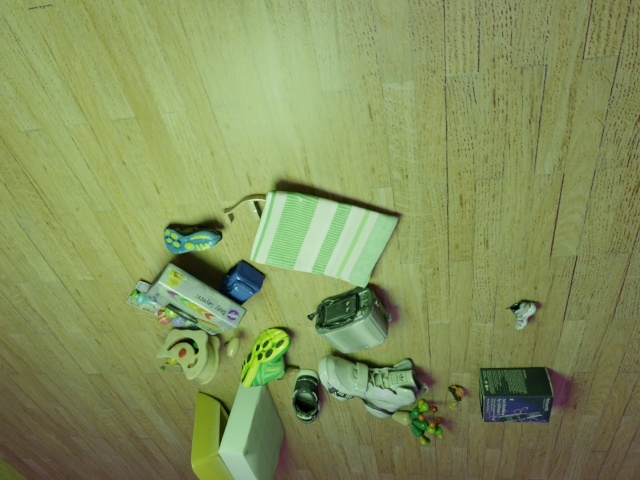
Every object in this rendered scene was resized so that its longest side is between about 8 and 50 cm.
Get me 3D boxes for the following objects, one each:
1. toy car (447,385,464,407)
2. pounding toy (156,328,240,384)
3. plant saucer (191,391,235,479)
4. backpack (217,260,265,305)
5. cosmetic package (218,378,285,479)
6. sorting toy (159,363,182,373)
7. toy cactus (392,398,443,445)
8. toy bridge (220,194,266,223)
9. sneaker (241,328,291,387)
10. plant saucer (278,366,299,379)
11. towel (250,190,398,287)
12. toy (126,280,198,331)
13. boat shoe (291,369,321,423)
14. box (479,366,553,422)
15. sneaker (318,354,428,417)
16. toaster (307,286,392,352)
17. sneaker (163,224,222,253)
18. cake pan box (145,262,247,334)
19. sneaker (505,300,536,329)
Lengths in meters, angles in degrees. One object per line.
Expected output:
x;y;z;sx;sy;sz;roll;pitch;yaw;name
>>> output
0.459;0.529;1.628;0.040;0.060;0.122;-31;154;-21;toy car
-0.378;0.383;1.526;0.269;0.154;0.155;-4;150;29;pounding toy
-0.367;0.777;1.769;0.081;0.333;0.333;-20;120;0;plant saucer
-0.237;0.133;1.346;0.098;0.101;0.120;42;126;-16;backpack
-0.238;0.728;1.733;0.097;0.284;0.377;-3;129;11;cosmetic package
-0.549;0.464;1.735;0.083;0.012;0.062;5;136;0;sorting toy
0.351;0.643;1.706;0.180;0.112;0.219;9;136;26;toy cactus
-0.166;-0.082;1.197;0.188;0.026;0.063;-7;127;14;toy bridge
-0.165;0.386;1.564;0.123;0.109;0.295;11;134;-29;sneaker
-0.114;0.456;1.635;0.083;0.015;0.083;-22;153;-11;plant saucer
0.000;0.000;1.206;0.324;0.038;0.248;14;129;-8;towel
-0.485;0.225;1.492;0.237;0.056;0.137;30;130;-16;toy
-0.057;0.587;1.709;0.114;0.091;0.303;2;130;7;boat shoe
0.616;0.492;1.511;0.207;0.108;0.153;-5;129;14;box
0.175;0.442;1.525;0.365;0.137;0.210;37;126;-27;sneaker
0.089;0.236;1.363;0.227;0.129;0.146;-25;125;25;toaster
-0.341;-0.004;1.262;0.188;0.078;0.067;0;102;26;sneaker
-0.364;0.175;1.355;0.245;0.070;0.267;37;152;-16;cake pan box
0.548;0.204;1.325;0.069;0.038;0.098;15;121;-2;sneaker
